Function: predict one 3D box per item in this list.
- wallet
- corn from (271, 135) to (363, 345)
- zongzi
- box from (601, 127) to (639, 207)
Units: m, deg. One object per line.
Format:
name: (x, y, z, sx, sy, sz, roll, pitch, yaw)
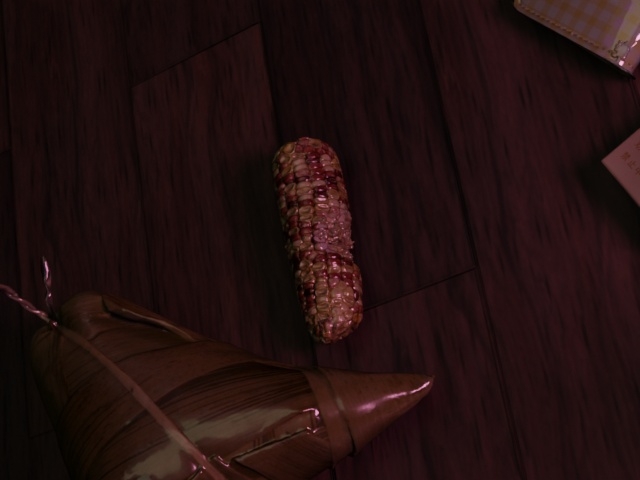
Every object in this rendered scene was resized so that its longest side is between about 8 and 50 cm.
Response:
wallet: (0.390, -0.377, 1.712, 0.223, 0.077, 0.309, 38, 97, 33)
corn: (0.000, 0.000, 1.810, 0.098, 0.098, 0.289, -24, 62, 24)
zongzi: (-0.143, 0.152, 1.828, 0.467, 0.218, 0.500, -29, 50, -2)
box: (0.441, -0.102, 1.579, 0.201, 0.058, 0.141, -43, 55, 14)
